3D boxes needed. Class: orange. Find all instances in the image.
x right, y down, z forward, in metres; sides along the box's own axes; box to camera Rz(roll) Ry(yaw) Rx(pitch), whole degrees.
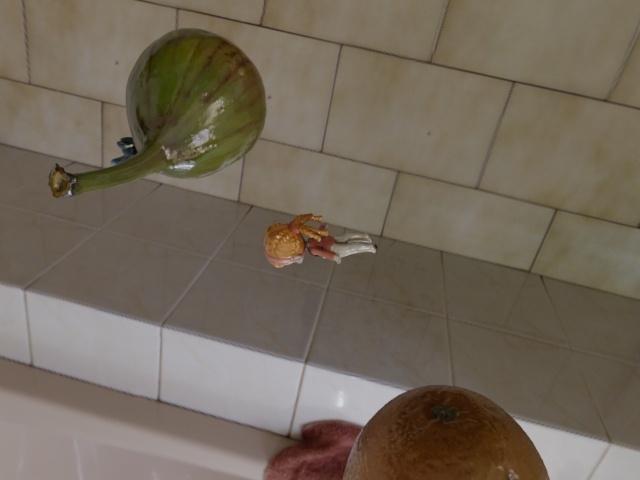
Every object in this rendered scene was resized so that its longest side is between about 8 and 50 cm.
[{"bbox_3d":[0.112,0.234,0.462,0.206,0.206,0.205,4,116,9],"label":"orange"}]

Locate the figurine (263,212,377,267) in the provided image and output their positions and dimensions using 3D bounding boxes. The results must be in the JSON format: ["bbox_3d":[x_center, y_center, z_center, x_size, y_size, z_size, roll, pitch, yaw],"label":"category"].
[{"bbox_3d":[0.000,0.000,0.490,0.109,0.064,0.047,-2,124,-14],"label":"figurine"}]

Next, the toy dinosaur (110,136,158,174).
[{"bbox_3d":[-0.229,-0.106,0.653,0.084,0.030,0.047,2,119,-1],"label":"toy dinosaur"}]

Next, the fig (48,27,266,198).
[{"bbox_3d":[-0.144,-0.113,0.508,0.152,0.259,0.151,6,127,8],"label":"fig"}]
